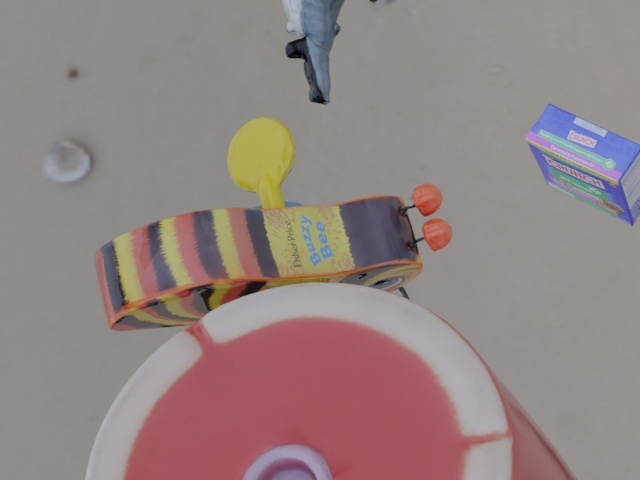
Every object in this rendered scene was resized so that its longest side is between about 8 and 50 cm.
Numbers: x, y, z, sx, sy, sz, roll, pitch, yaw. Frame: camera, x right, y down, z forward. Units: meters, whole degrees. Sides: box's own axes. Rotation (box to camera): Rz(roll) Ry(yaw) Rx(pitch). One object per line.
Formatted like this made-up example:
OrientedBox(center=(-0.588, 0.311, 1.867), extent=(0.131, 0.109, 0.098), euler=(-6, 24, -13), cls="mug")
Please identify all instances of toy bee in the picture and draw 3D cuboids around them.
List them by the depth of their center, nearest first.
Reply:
OrientedBox(center=(0.000, 0.000, 1.031), extent=(0.162, 0.298, 0.195), euler=(-32, 87, 40), cls="toy bee")

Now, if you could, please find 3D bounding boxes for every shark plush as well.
OrientedBox(center=(0.007, -0.167, 0.960), extent=(0.067, 0.073, 0.161), euler=(1, 54, 17), cls="shark plush")

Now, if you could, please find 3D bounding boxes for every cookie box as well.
OrientedBox(center=(0.231, -0.064, 1.271), extent=(0.092, 0.107, 0.040), euler=(29, 82, 26), cls="cookie box")

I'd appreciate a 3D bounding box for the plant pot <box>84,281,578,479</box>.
OrientedBox(center=(0.015, 0.164, 0.734), extent=(0.275, 0.243, 0.275), euler=(-8, 56, 11), cls="plant pot")
